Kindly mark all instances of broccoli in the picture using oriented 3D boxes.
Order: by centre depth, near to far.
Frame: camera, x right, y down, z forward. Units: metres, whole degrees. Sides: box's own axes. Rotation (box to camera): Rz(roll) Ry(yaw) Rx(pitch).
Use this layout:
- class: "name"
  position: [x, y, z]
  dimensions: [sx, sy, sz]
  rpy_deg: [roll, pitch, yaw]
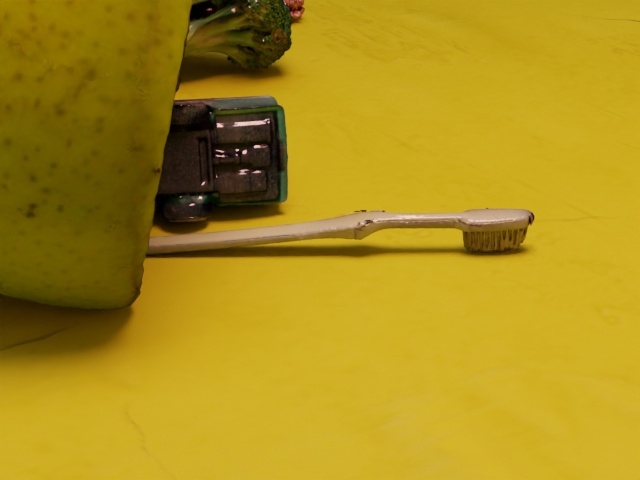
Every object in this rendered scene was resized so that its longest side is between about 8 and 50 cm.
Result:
- class: "broccoli"
  position: [-0.158, -0.233, 1.244]
  dimensions: [0.269, 0.269, 0.254]
  rpy_deg: [-10, -17, -18]

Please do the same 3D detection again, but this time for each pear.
- class: "pear"
  position: [-0.226, -0.157, 0.831]
  dimensions: [0.318, 0.238, 0.342]
  rpy_deg: [8, 56, -4]

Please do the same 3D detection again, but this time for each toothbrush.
- class: "toothbrush"
  position: [-0.001, -0.005, 0.908]
  dimensions: [0.294, 0.028, 0.026]
  rpy_deg: [-1, 23, 3]

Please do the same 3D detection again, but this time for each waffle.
- class: "waffle"
  position: [-0.060, -0.263, 1.482]
  dimensions: [0.075, 0.029, 0.083]
  rpy_deg: [-19, 26, -39]

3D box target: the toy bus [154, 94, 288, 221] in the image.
- class: "toy bus"
  position: [-0.155, -0.062, 0.980]
  dimensions: [0.261, 0.091, 0.109]
  rpy_deg: [-1, 14, -2]
